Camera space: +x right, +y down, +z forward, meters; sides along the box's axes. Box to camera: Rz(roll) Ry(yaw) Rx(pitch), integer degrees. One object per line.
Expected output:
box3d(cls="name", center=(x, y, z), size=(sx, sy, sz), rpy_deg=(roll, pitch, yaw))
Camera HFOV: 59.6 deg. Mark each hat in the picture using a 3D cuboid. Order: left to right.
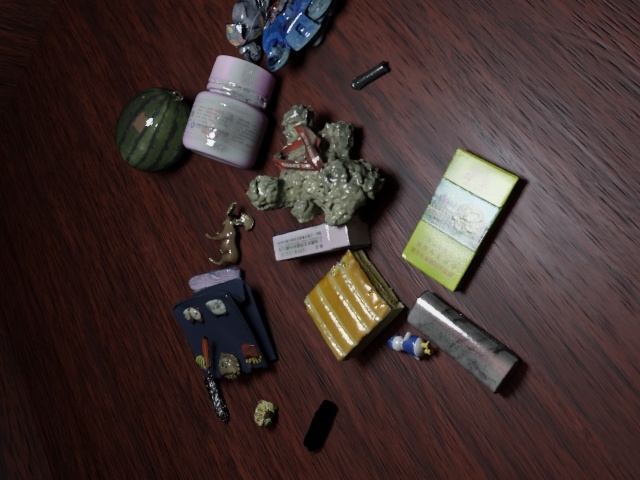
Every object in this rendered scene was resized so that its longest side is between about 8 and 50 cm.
box3d(cls="hat", center=(-0.179, 0.577, 1.865), size=(0.076, 0.059, 0.077), rpy_deg=(20, 96, 53))

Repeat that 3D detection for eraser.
box3d(cls="eraser", center=(0.000, 0.000, 1.705), size=(0.287, 0.130, 0.086), rpy_deg=(-12, 82, 36))

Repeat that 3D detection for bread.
box3d(cls="bread", center=(0.090, 0.182, 1.638), size=(0.239, 0.111, 0.246), rpy_deg=(-49, 58, 22))

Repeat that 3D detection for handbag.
box3d(cls="handbag", center=(-0.330, 0.316, 1.908), size=(0.303, 0.122, 0.329), rpy_deg=(-18, 96, 36))

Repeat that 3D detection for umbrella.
box3d(cls="umbrella", center=(0.145, -0.493, 1.675), size=(0.133, 0.031, 0.036), rpy_deg=(-23, 48, 36))

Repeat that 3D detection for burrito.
box3d(cls="burrito", center=(-0.006, 0.576, 1.737), size=(0.058, 0.045, 0.188), rpy_deg=(35, 111, 41))

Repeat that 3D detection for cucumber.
box3d(cls="cucumber", center=(-0.376, 0.572, 2.025), size=(0.053, 0.053, 0.181), rpy_deg=(-35, 69, 32))

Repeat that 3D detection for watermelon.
box3d(cls="watermelon", center=(-0.618, -0.423, 2.114), size=(0.279, 0.279, 0.359), rpy_deg=(51, 118, 28))

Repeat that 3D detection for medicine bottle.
box3d(cls="medicine bottle", center=(-0.298, -0.425, 1.876), size=(0.256, 0.256, 0.324), rpy_deg=(20, 93, 37))

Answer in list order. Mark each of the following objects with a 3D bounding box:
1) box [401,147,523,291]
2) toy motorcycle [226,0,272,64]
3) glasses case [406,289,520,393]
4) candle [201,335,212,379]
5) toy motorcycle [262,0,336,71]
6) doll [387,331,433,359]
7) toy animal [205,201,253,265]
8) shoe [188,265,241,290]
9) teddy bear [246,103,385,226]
box3d(cls="box", center=(0.365, -0.054, 1.473), size=(0.187, 0.047, 0.335), rpy_deg=(37, 109, 34))
box3d(cls="toy motorcycle", center=(-0.236, -0.758, 1.894), size=(0.108, 0.173, 0.307), rpy_deg=(20, 102, 38))
box3d(cls="glasses case", center=(0.361, 0.259, 1.452), size=(0.299, 0.060, 0.114), rpy_deg=(40, 111, 32))
box3d(cls="candle", center=(-0.384, 0.398, 1.888), size=(0.026, 0.021, 0.167), rpy_deg=(6, 114, 15))
box3d(cls="toy motorcycle", center=(-0.071, -0.695, 1.792), size=(0.182, 0.241, 0.319), rpy_deg=(40, 111, -13))
box3d(cls="doll", center=(0.243, 0.289, 1.543), size=(0.143, 0.057, 0.098), rpy_deg=(-1, 125, 45))
box3d(cls="toy animal", center=(-0.319, -0.023, 1.990), size=(0.186, 0.094, 0.214), rpy_deg=(-11, 88, 42))
box3d(cls="shoe", center=(-0.372, 0.174, 2.014), size=(0.245, 0.095, 0.137), rpy_deg=(-12, 89, 36))
box3d(cls="teddy bear", center=(0.010, -0.203, 1.626), size=(0.368, 0.224, 0.357), rpy_deg=(16, 74, 43))
